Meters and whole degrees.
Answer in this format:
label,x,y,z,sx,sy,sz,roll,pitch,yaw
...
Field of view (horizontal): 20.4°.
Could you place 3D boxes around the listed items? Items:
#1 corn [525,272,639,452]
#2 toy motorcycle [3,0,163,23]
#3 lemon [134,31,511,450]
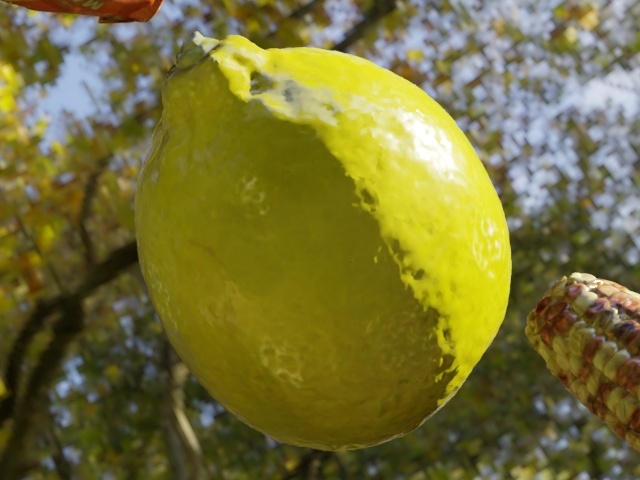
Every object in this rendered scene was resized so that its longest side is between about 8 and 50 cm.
label,x,y,z,sx,sy,sz,roll,pitch,yaw
corn,0.195,0.095,0.813,0.079,0.237,0.079,-34,-33,-26
toy motorcycle,-0.224,-0.219,1.358,0.298,0.089,0.171,2,-6,5
lemon,0.000,0.000,0.884,0.184,0.184,0.248,-31,-51,2
